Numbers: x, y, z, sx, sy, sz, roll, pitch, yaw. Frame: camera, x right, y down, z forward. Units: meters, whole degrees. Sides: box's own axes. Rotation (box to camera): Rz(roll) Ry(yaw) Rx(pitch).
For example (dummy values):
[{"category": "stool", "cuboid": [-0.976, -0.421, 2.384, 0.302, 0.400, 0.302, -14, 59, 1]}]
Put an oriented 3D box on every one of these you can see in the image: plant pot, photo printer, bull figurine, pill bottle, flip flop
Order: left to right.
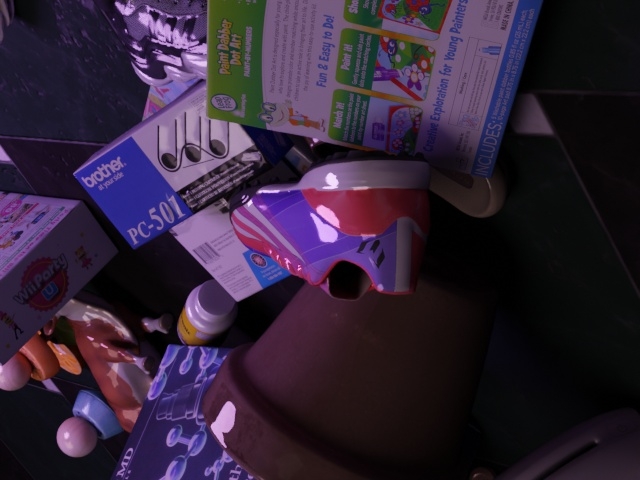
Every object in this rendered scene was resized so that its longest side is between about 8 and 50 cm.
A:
[{"category": "bull figurine", "cuboid": [-0.267, 0.162, 2.197, 0.188, 0.101, 0.310, 13, 141, 42]}, {"category": "pill bottle", "cuboid": [-0.136, 0.090, 1.945, 0.065, 0.065, 0.116, 40, 154, 5]}, {"category": "flip flop", "cuboid": [0.038, -0.095, 1.401, 0.277, 0.080, 0.112, 34, 153, 16]}, {"category": "plant pot", "cuboid": [0.049, 0.111, 1.494, 0.263, 0.229, 0.263, 23, -164, -7]}, {"category": "photo printer", "cuboid": [0.243, 0.315, 1.556, 0.107, 0.256, 0.307, 45, 164, 44]}]

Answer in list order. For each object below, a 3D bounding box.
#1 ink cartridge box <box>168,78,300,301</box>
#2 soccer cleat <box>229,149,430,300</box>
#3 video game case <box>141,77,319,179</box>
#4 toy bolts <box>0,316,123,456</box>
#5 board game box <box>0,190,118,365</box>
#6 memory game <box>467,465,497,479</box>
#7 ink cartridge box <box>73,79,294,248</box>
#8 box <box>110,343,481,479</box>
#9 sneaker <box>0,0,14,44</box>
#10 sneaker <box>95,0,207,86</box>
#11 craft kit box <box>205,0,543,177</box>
[{"category": "ink cartridge box", "cuboid": [-0.101, -0.049, 1.604, 0.203, 0.086, 0.148, 47, 153, -9]}, {"category": "soccer cleat", "cuboid": [0.000, 0.000, 1.377, 0.318, 0.109, 0.116, 165, 105, -65]}, {"category": "video game case", "cuboid": [-0.090, -0.099, 1.638, 0.212, 0.023, 0.193, 40, 154, 5]}, {"category": "toy bolts", "cuboid": [-0.387, 0.218, 2.382, 0.228, 0.158, 0.218, 42, 154, 1]}, {"category": "board game box", "cuboid": [-0.446, 0.039, 2.116, 0.303, 0.224, 0.097, 8, 137, 50]}, {"category": "memory game", "cuboid": [0.189, 0.352, 1.832, 0.186, 0.012, 0.186, 6, 99, 37]}, {"category": "ink cartridge box", "cuboid": [-0.130, -0.075, 1.482, 0.207, 0.046, 0.097, -27, 106, 40]}, {"category": "box", "cuboid": [-0.056, 0.296, 1.833, 0.212, 0.293, 0.395, 32, 161, -30]}, {"category": "sneaker", "cuboid": [-0.436, -0.251, 1.790, 0.169, 0.108, 0.292, 45, 153, 2]}, {"category": "sneaker", "cuboid": [-0.127, -0.224, 1.406, 0.153, 0.101, 0.269, 51, 153, -20]}, {"category": "craft kit box", "cuboid": [0.035, -0.157, 1.231, 0.247, 0.061, 0.250, 10, 150, 1]}]
